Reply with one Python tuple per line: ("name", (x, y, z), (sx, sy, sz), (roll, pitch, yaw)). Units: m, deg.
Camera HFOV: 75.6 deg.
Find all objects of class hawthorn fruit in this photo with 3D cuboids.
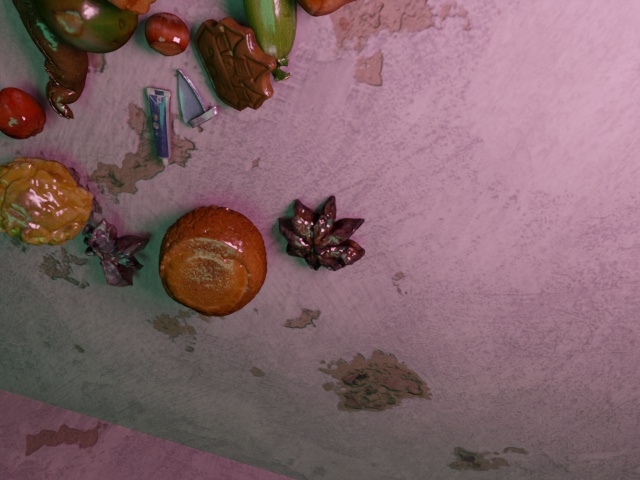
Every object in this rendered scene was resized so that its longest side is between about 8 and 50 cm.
("hawthorn fruit", (-0.726, -0.304, 0.988), (0.128, 0.128, 0.128), (6, 129, 7))

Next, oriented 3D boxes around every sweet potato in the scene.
("sweet potato", (-0.564, -0.415, 0.879), (0.124, 0.098, 0.310), (7, 127, 16))

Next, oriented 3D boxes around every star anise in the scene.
("star anise", (0.001, 0.000, 1.088), (0.236, 0.109, 0.223), (-3, 123, 17))
("star anise", (-0.631, 0.033, 1.247), (0.198, 0.110, 0.257), (32, 134, -14))

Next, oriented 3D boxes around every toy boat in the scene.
("toy boat", (-0.297, -0.325, 0.940), (0.096, 0.034, 0.122), (-19, 113, 25))

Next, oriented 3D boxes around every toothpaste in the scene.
("toothpaste", (-0.382, -0.269, 0.995), (0.057, 0.035, 0.197), (9, 127, -2))

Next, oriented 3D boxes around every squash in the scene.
("squash", (-0.100, -0.475, 0.726), (0.101, 0.101, 0.378), (1, 126, 12))

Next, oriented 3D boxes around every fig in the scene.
("fig", (-0.440, -0.443, 0.771), (0.181, 0.191, 0.181), (-6, 136, -6))

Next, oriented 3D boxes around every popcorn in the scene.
("popcorn", (-0.757, -0.101, 1.110), (0.225, 0.249, 0.249), (0, 135, 50))

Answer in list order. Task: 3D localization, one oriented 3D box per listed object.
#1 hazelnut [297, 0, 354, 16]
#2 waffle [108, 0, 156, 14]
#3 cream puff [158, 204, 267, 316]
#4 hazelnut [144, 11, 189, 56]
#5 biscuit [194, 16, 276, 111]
("hazelnut", (0.010, -0.464, 0.690), (0.150, 0.150, 0.150), (6, 129, 7))
("waffle", (-0.250, -0.543, 0.630), (0.328, 0.224, 0.098), (-35, 156, 32))
("cream puff", (-0.280, 0.045, 1.117), (0.303, 0.212, 0.303), (3, 121, 4))
("hazelnut", (-0.312, -0.418, 0.838), (0.086, 0.086, 0.086), (6, 129, 7))
("biscuit", (-0.167, -0.345, 0.822), (0.215, 0.034, 0.182), (17, 139, 41))
